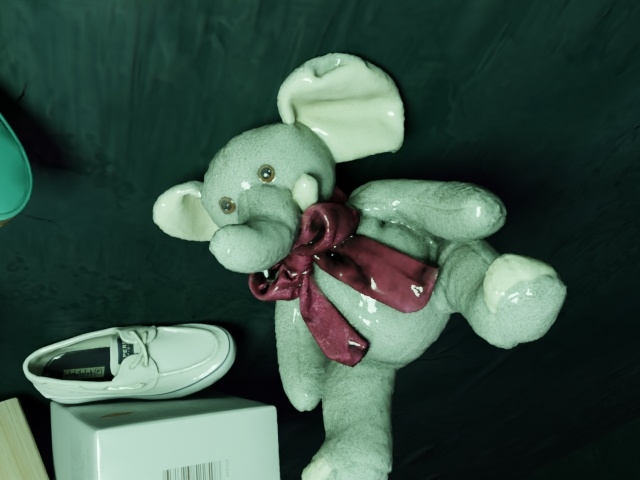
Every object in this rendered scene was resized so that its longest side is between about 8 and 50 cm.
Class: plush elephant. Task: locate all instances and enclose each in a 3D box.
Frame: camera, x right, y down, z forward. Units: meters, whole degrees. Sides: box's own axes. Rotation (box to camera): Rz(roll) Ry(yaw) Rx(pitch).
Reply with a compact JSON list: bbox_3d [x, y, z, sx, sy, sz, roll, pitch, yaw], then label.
[{"bbox_3d":[0.000,0.000,0.588,0.255,0.330,0.272,32,117,-21],"label":"plush elephant"}]

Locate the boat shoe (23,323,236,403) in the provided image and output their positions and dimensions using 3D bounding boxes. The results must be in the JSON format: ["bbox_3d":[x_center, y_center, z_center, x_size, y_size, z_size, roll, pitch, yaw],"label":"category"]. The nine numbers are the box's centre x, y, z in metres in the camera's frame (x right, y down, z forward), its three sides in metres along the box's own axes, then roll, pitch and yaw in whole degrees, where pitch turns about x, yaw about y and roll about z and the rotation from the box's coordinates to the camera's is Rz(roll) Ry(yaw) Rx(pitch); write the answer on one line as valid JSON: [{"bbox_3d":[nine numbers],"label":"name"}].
[{"bbox_3d":[-0.247,0.152,0.877,0.268,0.096,0.088,-5,153,4],"label":"boat shoe"}]

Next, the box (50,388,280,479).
[{"bbox_3d":[-0.221,0.296,0.896,0.215,0.168,0.345,-1,175,-29],"label":"box"}]

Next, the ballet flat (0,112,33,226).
[{"bbox_3d":[-0.340,-0.111,0.417,0.124,0.116,0.342,-3,153,25],"label":"ballet flat"}]

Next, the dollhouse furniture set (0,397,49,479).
[{"bbox_3d":[-0.597,0.396,0.899,0.394,0.362,0.256,-13,155,-42],"label":"dollhouse furniture set"}]
